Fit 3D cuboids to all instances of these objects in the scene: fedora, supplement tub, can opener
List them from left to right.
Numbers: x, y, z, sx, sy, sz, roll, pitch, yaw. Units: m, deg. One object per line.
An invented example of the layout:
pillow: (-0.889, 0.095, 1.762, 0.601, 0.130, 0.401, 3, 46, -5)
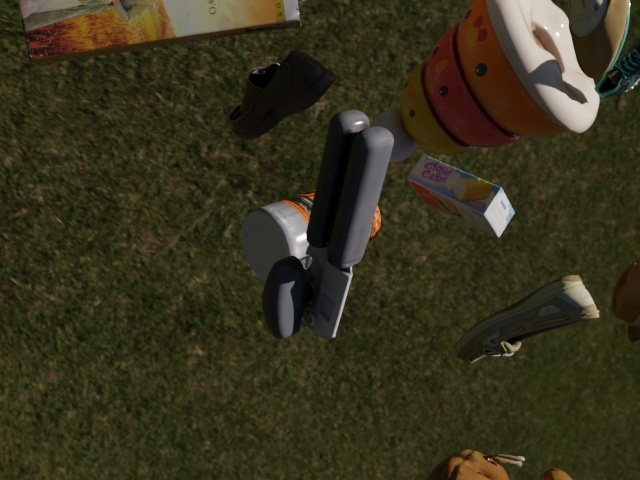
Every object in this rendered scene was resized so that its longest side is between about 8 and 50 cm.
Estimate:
supplement tub: (-0.016, -0.025, 1.868, 0.338, 0.207, 0.207, -22, 121, -40)
can opener: (0.000, 0.000, 0.788, 0.095, 0.076, 0.283, -19, 137, -36)
fedora: (0.656, 0.111, 1.502, 0.194, 0.079, 0.194, 22, 90, -81)

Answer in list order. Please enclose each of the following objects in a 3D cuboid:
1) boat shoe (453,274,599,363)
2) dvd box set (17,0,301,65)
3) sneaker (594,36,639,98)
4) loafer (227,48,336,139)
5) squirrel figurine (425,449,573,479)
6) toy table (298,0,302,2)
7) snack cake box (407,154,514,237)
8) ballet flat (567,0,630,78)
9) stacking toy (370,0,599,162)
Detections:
boat shoe: (0.201, 0.090, 0.726, 0.153, 0.048, 0.056, -36, 155, 26)
dvd box set: (-0.256, -0.450, 1.099, 0.420, 0.062, 0.308, -7, 98, 1)
sneaker: (0.541, -0.301, 1.270, 0.076, 0.065, 0.166, -29, 163, -20)
loafer: (-0.109, -0.341, 1.641, 0.130, 0.366, 0.134, 48, 56, -18)
squirrel figurine: (0.286, 0.503, 1.040, 0.370, 0.281, 0.397, 38, 48, -11)
toy table: (0.025, -0.554, 1.316, 0.252, 0.274, 0.161, -41, 110, -56)
snack cake box: (0.384, -0.123, 1.990, 0.089, 0.264, 0.152, -56, 143, -5)
ballet flat: (0.327, -0.313, 0.858, 0.073, 0.080, 0.232, 6, 99, -24)
stacking toy: (0.286, -0.286, 1.505, 0.350, 0.480, 0.351, 29, 47, -36)
